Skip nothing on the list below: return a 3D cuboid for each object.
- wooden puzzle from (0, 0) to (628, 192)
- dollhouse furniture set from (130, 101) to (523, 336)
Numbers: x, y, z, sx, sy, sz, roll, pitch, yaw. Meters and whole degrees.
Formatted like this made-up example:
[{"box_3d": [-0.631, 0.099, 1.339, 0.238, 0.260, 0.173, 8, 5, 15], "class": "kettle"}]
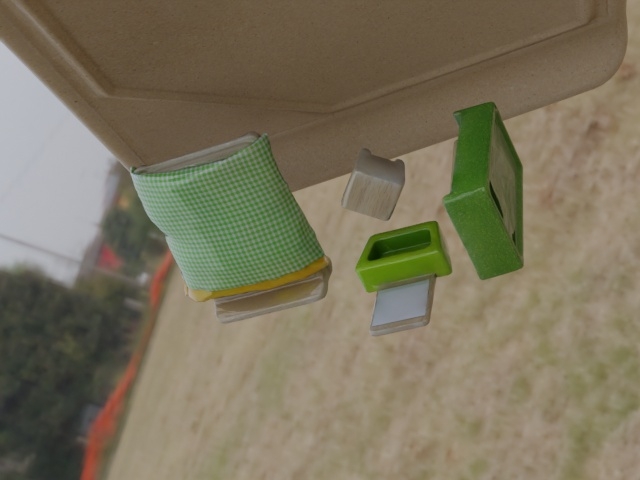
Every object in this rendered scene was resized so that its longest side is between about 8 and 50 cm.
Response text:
[{"box_3d": [0.003, -0.096, 0.482, 0.239, 0.220, 0.044, 59, -167, -65], "class": "wooden puzzle"}, {"box_3d": [0.000, 0.000, 0.492, 0.059, 0.151, 0.076, -76, -35, -50], "class": "dollhouse furniture set"}]
